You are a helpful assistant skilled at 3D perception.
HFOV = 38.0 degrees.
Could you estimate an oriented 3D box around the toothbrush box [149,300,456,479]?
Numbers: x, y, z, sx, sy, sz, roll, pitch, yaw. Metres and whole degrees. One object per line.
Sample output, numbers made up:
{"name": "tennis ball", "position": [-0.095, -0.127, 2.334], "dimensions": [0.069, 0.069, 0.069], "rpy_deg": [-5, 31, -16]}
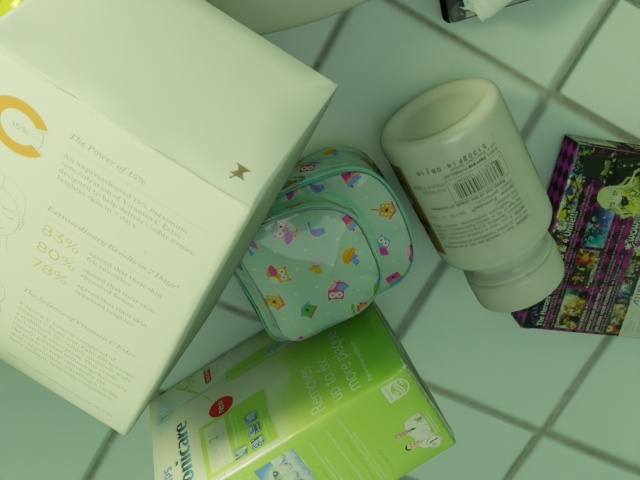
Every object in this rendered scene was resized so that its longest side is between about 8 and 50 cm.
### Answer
{"name": "toothbrush box", "position": [-0.030, 0.192, 0.992], "dimensions": [0.283, 0.206, 0.122], "rpy_deg": [-33, 117, 4]}

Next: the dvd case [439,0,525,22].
{"name": "dvd case", "position": [0.220, -0.333, 0.912], "dimensions": [0.239, 0.029, 0.179], "rpy_deg": [-18, 116, -5]}

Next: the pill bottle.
{"name": "pill bottle", "position": [0.167, -0.042, 0.973], "dimensions": [0.131, 0.131, 0.229], "rpy_deg": [-30, 116, 2]}

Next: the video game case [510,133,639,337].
{"name": "video game case", "position": [0.352, 0.002, 1.084], "dimensions": [0.210, 0.042, 0.232], "rpy_deg": [5, 112, -15]}

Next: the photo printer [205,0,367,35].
{"name": "photo printer", "position": [-0.047, -0.283, 0.756], "dimensions": [0.256, 0.107, 0.307], "rpy_deg": [-15, 157, -11]}

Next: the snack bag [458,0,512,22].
{"name": "snack bag", "position": [0.209, -0.402, 0.802], "dimensions": [0.342, 0.037, 0.323], "rpy_deg": [-32, 125, 10]}

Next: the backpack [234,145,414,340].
{"name": "backpack", "position": [0.000, 0.000, 0.951], "dimensions": [0.188, 0.144, 0.166], "rpy_deg": [-28, 111, -3]}

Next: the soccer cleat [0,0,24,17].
{"name": "soccer cleat", "position": [-0.293, -0.148, 0.863], "dimensions": [0.121, 0.093, 0.289], "rpy_deg": [44, 105, 5]}

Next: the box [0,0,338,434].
{"name": "box", "position": [-0.168, -0.026, 0.775], "dimensions": [0.215, 0.168, 0.345], "rpy_deg": [33, 136, -2]}
